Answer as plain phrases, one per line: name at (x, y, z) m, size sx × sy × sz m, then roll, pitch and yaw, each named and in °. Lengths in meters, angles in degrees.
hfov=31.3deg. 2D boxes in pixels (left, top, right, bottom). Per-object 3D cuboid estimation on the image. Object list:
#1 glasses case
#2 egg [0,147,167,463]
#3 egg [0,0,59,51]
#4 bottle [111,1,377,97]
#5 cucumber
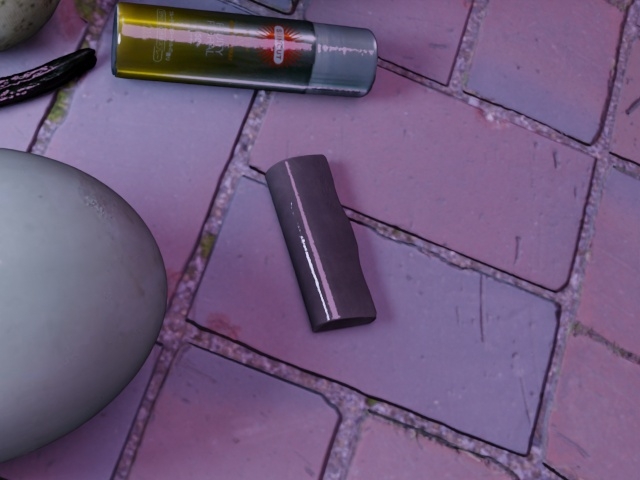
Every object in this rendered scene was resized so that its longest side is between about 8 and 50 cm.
glasses case at (0.001, 0.001, 1.213) m, size 0.072 × 0.042 × 0.191 m, roll -9°, pitch 71°, yaw -27°
egg at (-0.322, 0.059, 0.966) m, size 0.388 × 0.276 × 0.276 m, roll -8°, pitch 71°, yaw -21°
egg at (-0.370, -0.272, 1.144) m, size 0.228 × 0.177 × 0.177 m, roll -11°, pitch 72°, yaw -6°
bottle at (-0.082, -0.206, 1.249) m, size 0.286 × 0.082 × 0.082 m, roll 3°, pitch 68°, yaw -15°
cucumber at (-0.295, -0.169, 1.200) m, size 0.134 × 0.033 × 0.034 m, roll -22°, pitch 79°, yaw -22°
